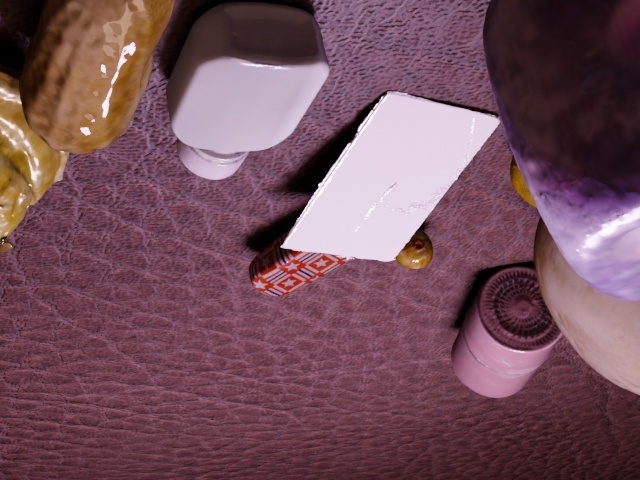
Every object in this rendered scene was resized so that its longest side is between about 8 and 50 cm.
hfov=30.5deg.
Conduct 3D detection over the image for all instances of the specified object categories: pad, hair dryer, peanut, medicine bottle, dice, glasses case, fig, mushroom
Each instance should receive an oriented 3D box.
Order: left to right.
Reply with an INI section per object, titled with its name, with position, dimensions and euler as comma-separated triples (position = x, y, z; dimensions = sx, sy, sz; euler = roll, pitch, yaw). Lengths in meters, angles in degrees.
[peanut]
position = -0.169, -0.156, 0.893
dimensions = 0.095, 0.108, 0.226
euler = 24, 138, -7
[medicine bottle]
position = -0.072, -0.127, 1.029
dimensions = 0.119, 0.069, 0.183
euler = -1, 151, -24
[glasses case]
position = 0.000, 0.000, 1.336
dimensions = 0.194, 0.049, 0.073
euler = -30, 145, 23
[pad]
position = 0.071, -0.059, 1.237
dimensions = 0.156, 0.004, 0.232
euler = 8, 133, -34
[fig]
position = 0.104, 0.013, 1.427
dimensions = 0.050, 0.050, 0.083
euler = -1, 169, -23
[hair dryer]
position = 0.367, 0.107, 1.665
dimensions = 0.352, 0.125, 0.210
euler = -14, 156, -11
[mushroom]
position = 0.400, 0.020, 1.337
dimensions = 0.290, 0.292, 0.292
euler = -33, 154, -4
[dice]
position = 0.309, -0.121, 0.978
dimensions = 0.270, 0.270, 0.271
euler = -22, 153, 22

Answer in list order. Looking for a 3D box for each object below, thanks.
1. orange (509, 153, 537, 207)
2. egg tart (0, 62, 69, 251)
[orange]
position = 0.250, -0.078, 1.258
dimensions = 0.085, 0.085, 0.095
euler = 5, 153, -32
[egg tart]
position = -0.355, -0.056, 1.000
dimensions = 0.290, 0.115, 0.290
euler = -10, 152, -5
